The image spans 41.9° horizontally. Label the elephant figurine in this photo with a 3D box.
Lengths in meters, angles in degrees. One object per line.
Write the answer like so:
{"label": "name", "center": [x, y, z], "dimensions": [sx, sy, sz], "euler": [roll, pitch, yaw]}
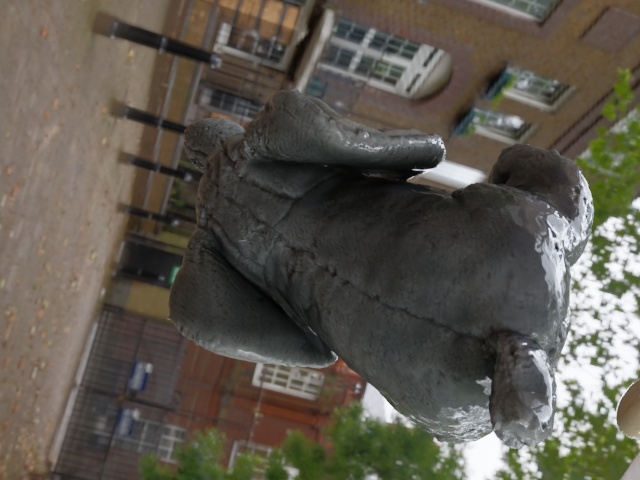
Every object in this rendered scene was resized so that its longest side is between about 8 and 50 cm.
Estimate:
{"label": "elephant figurine", "center": [0.000, 0.000, 0.428], "dimensions": [0.186, 0.239, 0.169], "euler": [103, 13, -62]}

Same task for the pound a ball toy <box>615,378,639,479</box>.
{"label": "pound a ball toy", "center": [0.342, 0.234, 0.629], "dimensions": [0.208, 0.319, 0.135], "euler": [-41, 144, -30]}
